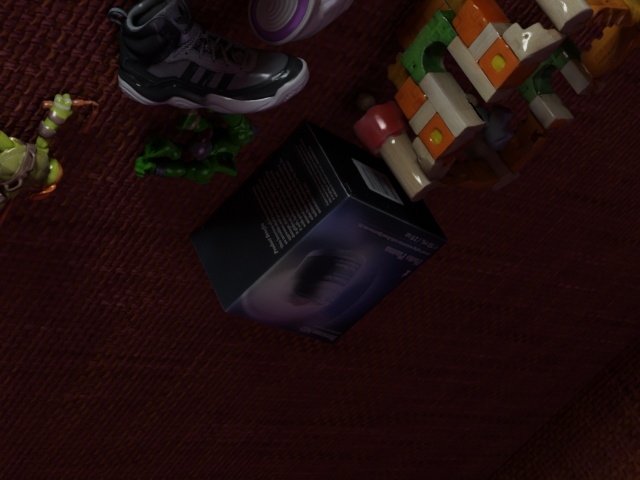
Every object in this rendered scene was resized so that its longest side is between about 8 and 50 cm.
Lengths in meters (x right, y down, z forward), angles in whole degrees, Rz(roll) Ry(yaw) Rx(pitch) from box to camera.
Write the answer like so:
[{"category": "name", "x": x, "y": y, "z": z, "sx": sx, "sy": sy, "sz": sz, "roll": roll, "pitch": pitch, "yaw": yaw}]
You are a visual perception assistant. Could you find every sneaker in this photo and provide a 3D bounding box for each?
[{"category": "sneaker", "x": -0.154, "y": -0.255, "z": 1.650, "sx": 0.268, "sy": 0.101, "sz": 0.153, "roll": 3, "pitch": 138, "yaw": 13}, {"category": "sneaker", "x": 0.022, "y": -0.395, "z": 1.689, "sx": 0.305, "sy": 0.114, "sz": 0.152, "roll": -48, "pitch": 167, "yaw": 19}]

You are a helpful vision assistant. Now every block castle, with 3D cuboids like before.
[{"category": "block castle", "x": 0.272, "y": -0.277, "z": 1.910, "sx": 0.303, "sy": 0.213, "sz": 0.453, "roll": -10, "pitch": 149, "yaw": -45}]

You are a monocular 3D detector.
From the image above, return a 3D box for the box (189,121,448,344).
[{"category": "box", "x": 0.000, "y": 0.000, "z": 2.088, "sx": 0.294, "sy": 0.183, "sz": 0.296, "roll": -43, "pitch": 143, "yaw": 21}]

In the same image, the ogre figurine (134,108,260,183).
[{"category": "ogre figurine", "x": -0.177, "y": -0.145, "z": 1.850, "sx": 0.118, "sy": 0.097, "sz": 0.197, "roll": 25, "pitch": 108, "yaw": -37}]

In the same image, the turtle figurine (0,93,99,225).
[{"category": "turtle figurine", "x": -0.438, "y": -0.104, "z": 1.718, "sx": 0.269, "sy": 0.087, "sz": 0.217, "roll": -45, "pitch": 143, "yaw": 22}]
